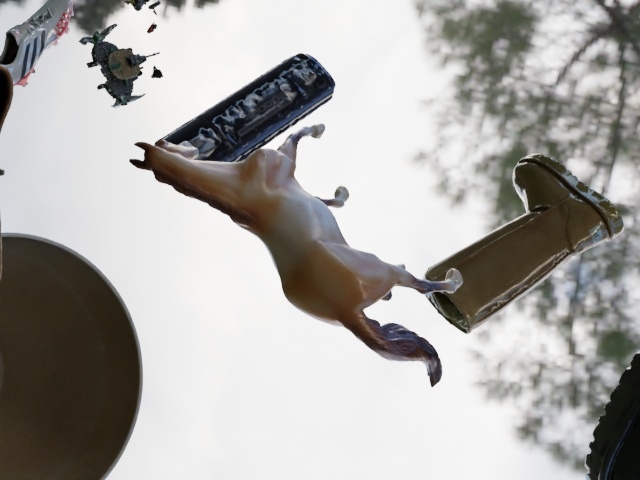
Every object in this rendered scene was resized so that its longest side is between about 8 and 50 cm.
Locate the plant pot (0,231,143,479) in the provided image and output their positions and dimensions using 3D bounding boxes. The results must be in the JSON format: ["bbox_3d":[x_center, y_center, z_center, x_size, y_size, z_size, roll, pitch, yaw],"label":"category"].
[{"bbox_3d":[-0.347,0.138,1.461,0.191,0.284,0.284,-5,-101,56],"label":"plant pot"}]

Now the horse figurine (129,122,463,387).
[{"bbox_3d":[0.000,0.000,1.091,0.263,0.174,0.066,51,-56,18],"label":"horse figurine"}]

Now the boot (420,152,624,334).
[{"bbox_3d":[0.249,-0.004,2.014,0.236,0.270,0.089,38,-24,57],"label":"boot"}]

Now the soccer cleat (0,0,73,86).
[{"bbox_3d":[-0.214,-0.153,1.077,0.029,0.035,0.083,28,-99,35],"label":"soccer cleat"}]

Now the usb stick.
[{"bbox_3d":[-0.088,-0.143,1.732,0.077,0.278,0.045,48,-38,5],"label":"usb stick"}]

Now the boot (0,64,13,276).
[{"bbox_3d":[-0.266,-0.006,1.050,0.280,0.096,0.264,22,-73,58],"label":"boot"}]

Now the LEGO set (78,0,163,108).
[{"bbox_3d":[-0.119,-0.113,0.870,0.023,0.054,0.083,-25,-148,48],"label":"LEGO set"}]

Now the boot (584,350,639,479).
[{"bbox_3d":[0.476,0.210,1.244,0.445,0.146,0.367,40,-59,32],"label":"boot"}]
